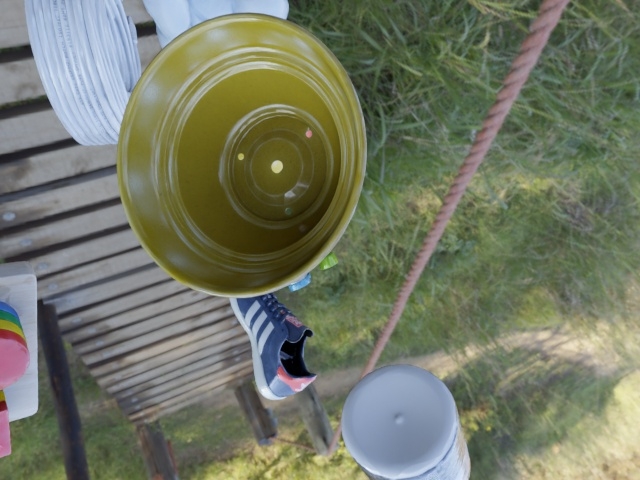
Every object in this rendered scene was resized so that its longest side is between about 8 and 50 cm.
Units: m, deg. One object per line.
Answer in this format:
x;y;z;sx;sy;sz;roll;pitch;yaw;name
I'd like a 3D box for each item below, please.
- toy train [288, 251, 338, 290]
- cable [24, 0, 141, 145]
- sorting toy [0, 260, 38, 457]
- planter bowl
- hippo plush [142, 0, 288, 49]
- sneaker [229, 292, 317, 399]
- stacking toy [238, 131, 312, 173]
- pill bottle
0.000;0.000;1.306;0.248;0.143;0.105;-30;-168;-10;toy train
-0.296;-0.250;0.731;0.089;0.256;0.257;-9;170;-7;cable
-0.439;0.163;0.613;0.257;0.089;0.255;-9;133;-35;sorting toy
-0.053;-0.065;0.475;0.217;0.217;0.090;-41;167;18;planter bowl
-0.175;-0.416;0.970;0.237;0.294;0.234;-19;169;-6;hippo plush
-0.102;0.189;1.349;0.148;0.349;0.131;-25;171;30;sneaker
-0.165;-0.221;1.333;0.351;0.479;0.350;10;141;8;stacking toy
0.116;0.261;0.709;0.131;0.130;0.245;-28;140;-3;pill bottle
